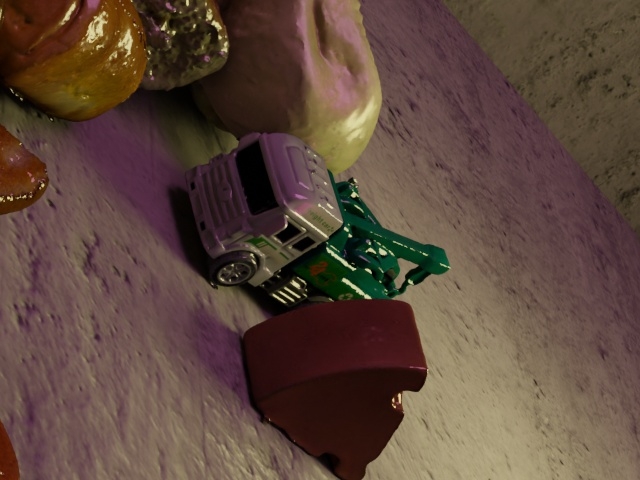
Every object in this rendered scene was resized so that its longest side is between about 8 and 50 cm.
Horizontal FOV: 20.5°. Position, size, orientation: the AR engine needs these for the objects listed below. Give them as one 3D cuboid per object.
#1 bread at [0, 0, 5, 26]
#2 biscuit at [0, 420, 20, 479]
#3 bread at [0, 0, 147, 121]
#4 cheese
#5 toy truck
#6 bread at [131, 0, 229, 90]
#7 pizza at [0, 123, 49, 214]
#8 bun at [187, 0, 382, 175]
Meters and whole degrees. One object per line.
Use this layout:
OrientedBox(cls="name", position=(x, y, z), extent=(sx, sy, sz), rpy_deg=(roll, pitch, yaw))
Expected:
OrientedBox(cls="bread", position=(-0.377, -0.279, 1.519), extent=(0.333, 0.160, 0.333), rpy_deg=(44, -12, 12))
OrientedBox(cls="biscuit", position=(-0.318, 0.139, 1.372), extent=(0.186, 0.036, 0.192), rpy_deg=(59, 19, 11))
OrientedBox(cls="bread", position=(-0.306, -0.299, 1.823), extent=(0.328, 0.148, 0.337), rpy_deg=(61, 2, 10))
OrientedBox(cls="cheese", position=(0.042, 0.157, 2.029), extent=(0.203, 0.177, 0.128), rpy_deg=(43, 24, -37))
OrientedBox(cls="toy truck", position=(-0.007, 0.003, 2.160), extent=(0.363, 0.178, 0.176), rpy_deg=(33, 31, -47))
OrientedBox(cls="bread", position=(-0.220, -0.291, 2.075), extent=(0.195, 0.176, 0.246), rpy_deg=(62, 3, -47))
OrientedBox(cls="pizza", position=(-0.352, -0.097, 1.629), extent=(0.199, 0.062, 0.188), rpy_deg=(56, 25, 18))
OrientedBox(cls="bun", position=(-0.069, -0.232, 2.241), extent=(0.361, 0.213, 0.361), rpy_deg=(164, -90, -72))
